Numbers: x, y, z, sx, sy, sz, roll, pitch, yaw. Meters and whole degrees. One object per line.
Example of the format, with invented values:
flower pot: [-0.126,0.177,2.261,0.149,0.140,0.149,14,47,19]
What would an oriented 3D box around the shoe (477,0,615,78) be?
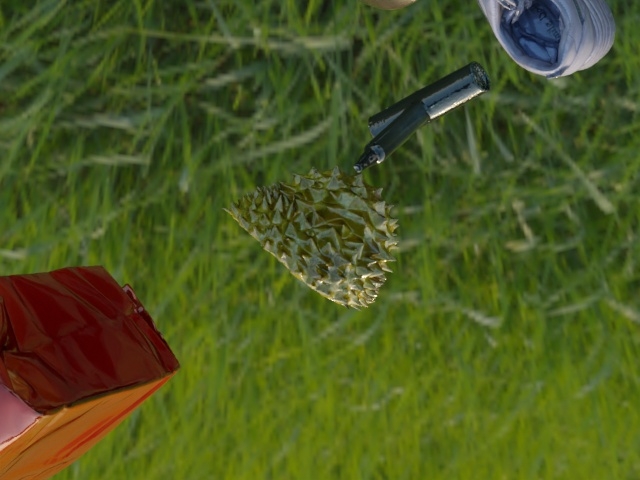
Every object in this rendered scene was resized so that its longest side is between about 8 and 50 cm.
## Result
shoe: [0.163,-0.244,1.329,0.095,0.137,0.245,-33,96,25]

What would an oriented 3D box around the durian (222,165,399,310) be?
durian: [0.001,0.002,1.713,0.132,0.165,0.182,-30,90,54]

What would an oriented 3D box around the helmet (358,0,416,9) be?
helmet: [0.056,-0.390,1.748,0.225,0.177,0.305,7,151,48]

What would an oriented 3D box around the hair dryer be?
hair dryer: [0.112,-0.144,1.903,0.173,0.195,0.050,-29,102,33]

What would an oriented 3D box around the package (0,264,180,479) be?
package: [-0.243,0.113,1.053,0.196,0.423,0.123,-39,83,7]
